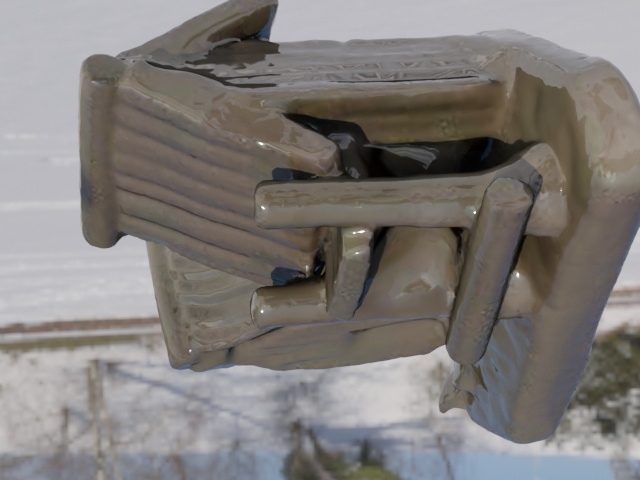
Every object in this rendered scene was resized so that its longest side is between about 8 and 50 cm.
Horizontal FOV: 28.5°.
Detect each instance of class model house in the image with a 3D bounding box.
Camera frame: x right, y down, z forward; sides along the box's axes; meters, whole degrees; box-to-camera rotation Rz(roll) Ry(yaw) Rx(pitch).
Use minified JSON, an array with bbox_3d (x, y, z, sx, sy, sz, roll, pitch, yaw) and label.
[{"bbox_3d":[0.005,-0.006,0.476,0.188,0.122,0.229,2,148,-2],"label":"model house"}]
